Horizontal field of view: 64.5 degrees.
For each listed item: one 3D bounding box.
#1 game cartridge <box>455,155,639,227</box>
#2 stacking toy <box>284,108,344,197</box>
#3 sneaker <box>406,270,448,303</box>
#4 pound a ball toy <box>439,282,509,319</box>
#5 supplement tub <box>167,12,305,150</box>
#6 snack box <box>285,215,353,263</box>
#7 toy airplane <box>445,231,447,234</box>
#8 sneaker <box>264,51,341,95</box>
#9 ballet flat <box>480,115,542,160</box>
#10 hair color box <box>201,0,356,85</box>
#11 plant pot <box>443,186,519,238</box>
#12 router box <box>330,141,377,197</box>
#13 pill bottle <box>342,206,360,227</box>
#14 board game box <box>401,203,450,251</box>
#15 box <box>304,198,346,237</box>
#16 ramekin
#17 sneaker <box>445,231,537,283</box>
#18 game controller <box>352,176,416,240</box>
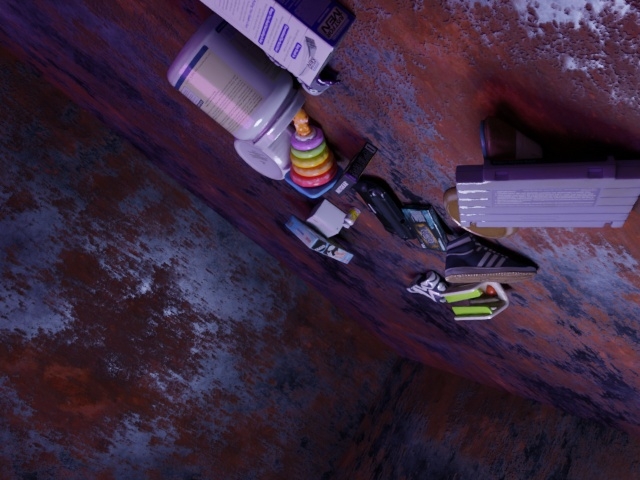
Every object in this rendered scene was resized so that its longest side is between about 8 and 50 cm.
[{"bbox_3d":[0.481,-0.099,1.102,0.355,0.068,0.230,1,152,18],"label":"game cartridge"},{"bbox_3d":[-0.041,-0.303,1.622,0.175,0.166,0.301,36,157,35],"label":"stacking toy"},{"bbox_3d":[0.481,0.220,2.210,0.153,0.094,0.235,43,153,-3],"label":"sneaker"},{"bbox_3d":[0.572,0.176,1.907,0.208,0.136,0.319,59,164,3],"label":"pound a ball toy"},{"bbox_3d":[-0.226,-0.429,1.401,0.325,0.235,0.235,39,163,-18],"label":"supplement tub"},{"bbox_3d":[0.000,0.000,2.306,0.187,0.060,0.322,43,-170,35],"label":"snack box"},{"bbox_3d":[0.422,0.002,1.801,0.151,0.028,0.151,25,160,10],"label":"toy airplane"},{"bbox_3d":[-0.046,-0.462,1.276,0.224,0.083,0.098,32,155,-36],"label":"sneaker"},{"bbox_3d":[0.439,-0.166,1.158,0.124,0.116,0.342,2,152,23],"label":"ballet flat"},{"bbox_3d":[-0.107,-0.522,1.133,0.339,0.110,0.185,38,162,-9],"label":"hair color box"},{"bbox_3d":[0.464,-0.073,1.496,0.236,0.032,0.236,31,163,10],"label":"plant pot"},{"bbox_3d":[0.101,-0.216,1.585,0.046,0.133,0.179,35,165,-5],"label":"router box"},{"bbox_3d":[0.120,-0.090,2.010,0.043,0.083,0.043,31,164,9],"label":"pill bottle"},{"bbox_3d":[0.361,-0.041,1.721,0.126,0.026,0.186,10,139,54],"label":"board game box"},{"bbox_3d":[0.024,-0.091,2.179,0.130,0.091,0.170,36,165,-9],"label":"box"},{"bbox_3d":[-0.185,-0.331,1.809,0.273,0.127,0.273,30,164,9],"label":"ramekin"},{"bbox_3d":[0.543,0.054,1.637,0.282,0.153,0.099,-1,154,7],"label":"sneaker"},{"bbox_3d":[0.230,-0.113,1.805,0.319,0.067,0.166,47,173,-40],"label":"game controller"}]
